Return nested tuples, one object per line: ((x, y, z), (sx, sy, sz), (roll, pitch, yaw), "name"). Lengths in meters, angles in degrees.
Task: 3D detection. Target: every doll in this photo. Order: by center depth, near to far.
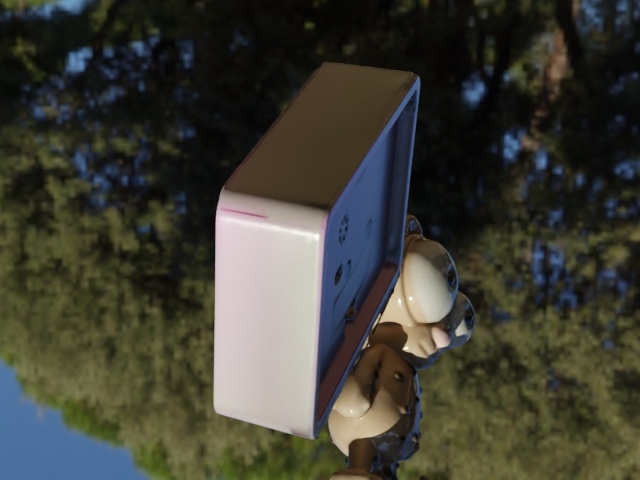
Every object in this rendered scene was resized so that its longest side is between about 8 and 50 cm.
((0.068, 0.118, 1.270), (0.119, 0.278, 0.154), (-4, 157, 29), "doll")

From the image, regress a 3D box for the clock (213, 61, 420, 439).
((0.000, 0.000, 0.797), (0.063, 0.150, 0.197), (12, -148, 13), "clock")
